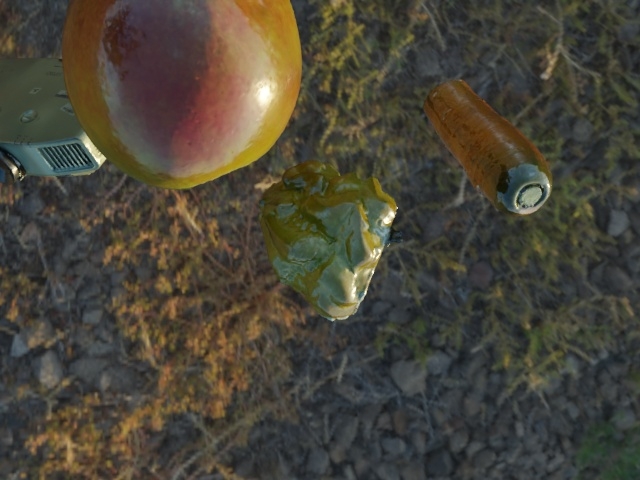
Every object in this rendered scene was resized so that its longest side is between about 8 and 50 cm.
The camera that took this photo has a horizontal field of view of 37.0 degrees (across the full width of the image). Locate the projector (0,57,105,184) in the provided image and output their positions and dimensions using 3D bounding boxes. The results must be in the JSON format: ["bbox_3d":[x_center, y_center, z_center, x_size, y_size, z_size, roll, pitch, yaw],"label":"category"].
[{"bbox_3d":[-0.383,-0.161,1.310,0.270,0.193,0.088,10,142,30],"label":"projector"}]

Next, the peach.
[{"bbox_3d":[-0.121,-0.164,0.853,0.231,0.231,0.230,-6,123,-10],"label":"peach"}]

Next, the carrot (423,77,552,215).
[{"bbox_3d":[0.194,-0.107,1.106,0.087,0.193,0.087,-16,137,-16],"label":"carrot"}]

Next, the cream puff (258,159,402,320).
[{"bbox_3d":[-0.001,-0.001,0.942,0.121,0.156,0.156,-48,133,-34],"label":"cream puff"}]
